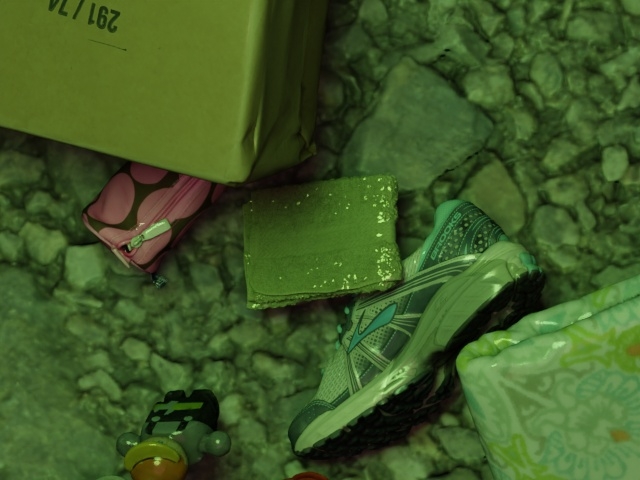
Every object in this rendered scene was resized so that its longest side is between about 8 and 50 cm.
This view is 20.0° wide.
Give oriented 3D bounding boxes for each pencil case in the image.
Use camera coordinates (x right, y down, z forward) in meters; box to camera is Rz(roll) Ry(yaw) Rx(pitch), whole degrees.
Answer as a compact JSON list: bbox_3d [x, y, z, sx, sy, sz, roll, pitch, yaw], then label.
[{"bbox_3d":[-0.107,-0.067,1.538,0.095,0.098,0.209,39,97,-7],"label":"pencil case"}]

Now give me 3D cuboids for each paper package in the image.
[{"bbox_3d":[-0.156,-0.231,1.395,0.324,0.168,0.310,14,109,18],"label":"paper package"}]

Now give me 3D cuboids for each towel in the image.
[{"bbox_3d":[0.332,0.165,1.559,0.374,0.090,0.321,-21,111,-2],"label":"towel"},{"bbox_3d":[0.000,0.000,1.548,0.148,0.027,0.110,-10,71,23],"label":"towel"}]

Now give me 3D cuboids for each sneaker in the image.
[{"bbox_3d":[0.068,0.080,1.577,0.283,0.110,0.122,-45,61,20],"label":"sneaker"}]

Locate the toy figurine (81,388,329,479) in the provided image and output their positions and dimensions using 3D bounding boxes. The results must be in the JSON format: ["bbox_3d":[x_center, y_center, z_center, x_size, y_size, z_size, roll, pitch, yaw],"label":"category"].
[{"bbox_3d":[-0.112,0.257,1.547,0.209,0.148,0.213,40,116,-7],"label":"toy figurine"}]
